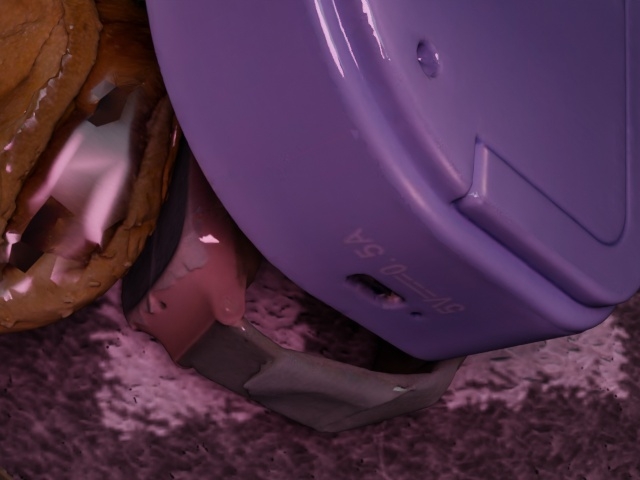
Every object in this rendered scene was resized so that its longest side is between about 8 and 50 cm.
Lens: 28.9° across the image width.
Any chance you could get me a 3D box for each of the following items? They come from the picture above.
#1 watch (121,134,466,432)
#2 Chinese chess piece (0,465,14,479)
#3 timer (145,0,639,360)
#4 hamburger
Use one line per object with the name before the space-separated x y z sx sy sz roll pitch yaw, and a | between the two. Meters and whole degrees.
watch | 0.000 0.000 0.857 0.241 0.162 0.253 10 64 -21
Chinese chess piece | -0.316 0.124 0.617 0.349 0.349 0.146 28 82 -3
timer | 0.042 -0.142 0.749 0.395 0.173 0.395 21 62 -45
hamburger | -0.218 -0.063 0.789 0.285 0.134 0.265 7 73 35
